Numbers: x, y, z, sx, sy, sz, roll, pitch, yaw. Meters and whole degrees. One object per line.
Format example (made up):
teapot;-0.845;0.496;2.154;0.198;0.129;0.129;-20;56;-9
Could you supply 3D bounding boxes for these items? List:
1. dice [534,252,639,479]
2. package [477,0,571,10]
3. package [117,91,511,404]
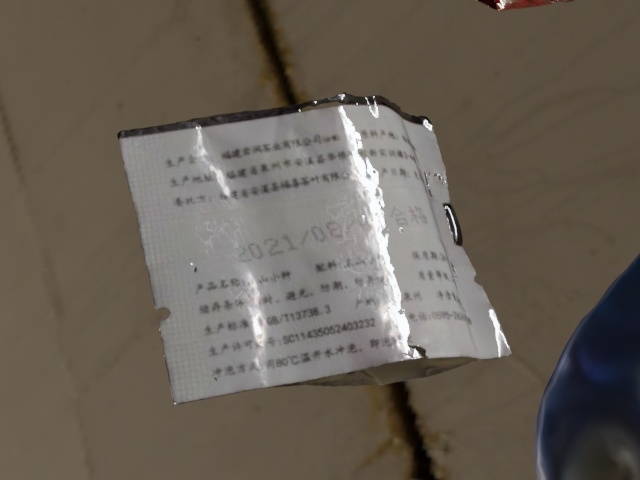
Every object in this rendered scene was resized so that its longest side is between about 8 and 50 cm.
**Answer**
dice;0.167;0.069;0.511;0.143;0.146;0.146;-57;-133;19
package;0.203;-0.223;1.335;0.269;0.194;0.071;14;-59;42
package;0.000;0.000;1.128;0.062;0.251;0.204;-49;-128;56
